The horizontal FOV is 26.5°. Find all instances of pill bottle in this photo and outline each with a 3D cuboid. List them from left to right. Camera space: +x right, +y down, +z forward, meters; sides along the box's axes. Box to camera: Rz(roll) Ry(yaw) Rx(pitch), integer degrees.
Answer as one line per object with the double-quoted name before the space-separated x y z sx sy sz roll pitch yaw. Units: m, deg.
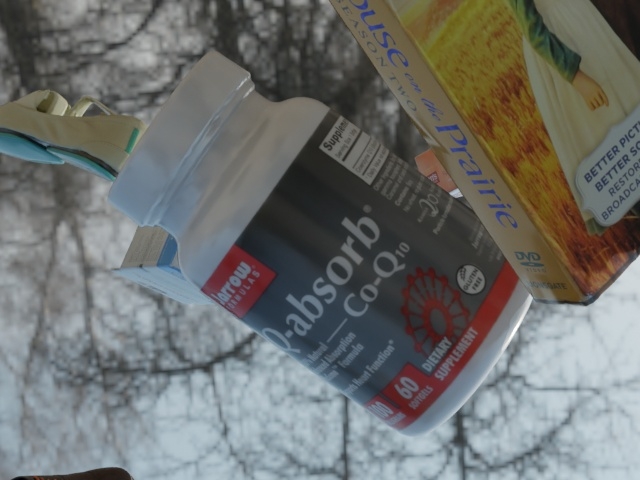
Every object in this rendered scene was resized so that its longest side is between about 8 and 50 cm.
"pill bottle" 0.000 0.000 1.253 0.363 0.210 0.210 35 -166 -3

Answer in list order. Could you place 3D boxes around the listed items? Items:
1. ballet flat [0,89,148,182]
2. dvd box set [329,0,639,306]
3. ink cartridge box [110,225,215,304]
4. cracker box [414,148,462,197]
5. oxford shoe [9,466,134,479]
"ballet flat" -0.274 -0.118 1.439 0.248 0.086 0.086 15 -158 39
"dvd box set" 0.129 -0.218 0.792 0.307 0.420 0.062 -42 -161 -20
"ink cartridge box" -0.143 0.023 1.462 0.104 0.060 0.180 27 166 -26
"cracker box" 0.255 -0.116 1.680 0.232 0.067 0.155 -12 171 -34
"oxford shoe" -0.358 0.353 1.797 0.271 0.098 0.097 -18 -127 -35
